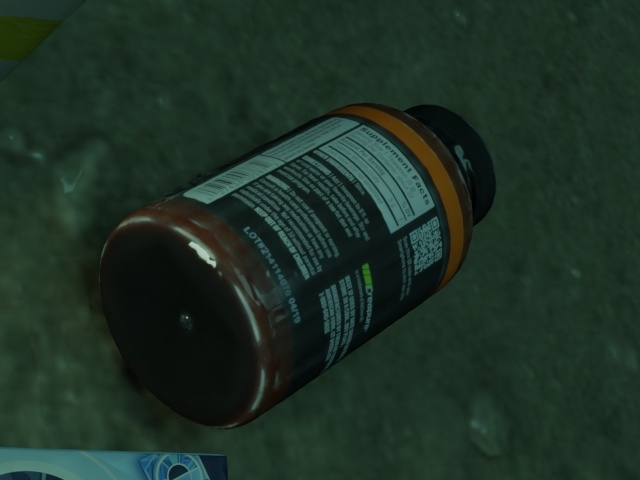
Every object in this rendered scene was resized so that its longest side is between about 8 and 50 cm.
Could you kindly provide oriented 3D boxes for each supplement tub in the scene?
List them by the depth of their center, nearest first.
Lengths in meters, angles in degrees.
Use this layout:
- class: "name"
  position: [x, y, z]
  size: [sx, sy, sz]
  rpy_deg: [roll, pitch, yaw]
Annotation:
- class: "supplement tub"
  position: [0.000, 0.000, 0.632]
  size: [0.198, 0.106, 0.106]
  rpy_deg: [-30, 90, -42]

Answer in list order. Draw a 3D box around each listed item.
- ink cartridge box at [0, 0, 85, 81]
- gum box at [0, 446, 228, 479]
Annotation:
- class: "ink cartridge box"
  position: [-0.154, -0.207, 0.422]
  size: [0.160, 0.384, 0.279]
  rpy_deg: [2, 69, -40]
- class: "gum box"
  position: [-0.116, 0.159, 0.512]
  size: [0.184, 0.041, 0.157]
  rpy_deg: [8, 66, -34]
